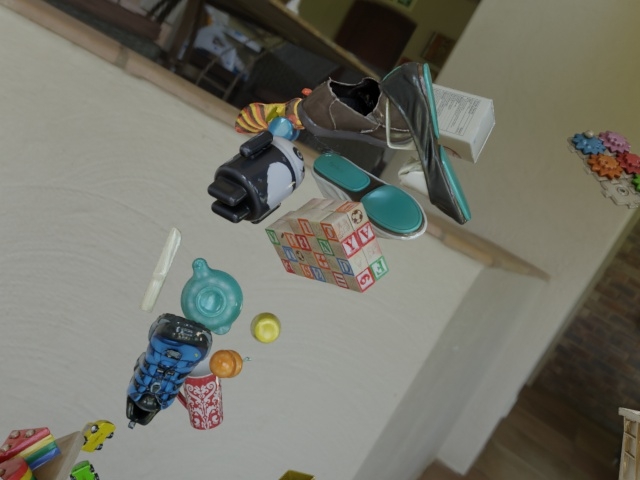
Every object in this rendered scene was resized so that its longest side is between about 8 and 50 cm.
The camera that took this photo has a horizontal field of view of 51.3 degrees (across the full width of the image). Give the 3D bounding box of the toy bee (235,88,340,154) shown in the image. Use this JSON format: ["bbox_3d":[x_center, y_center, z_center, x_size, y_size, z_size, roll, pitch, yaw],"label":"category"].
[{"bbox_3d":[-0.084,-0.355,1.887,0.298,0.162,0.195,9,11,-11],"label":"toy bee"}]

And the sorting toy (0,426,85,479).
[{"bbox_3d":[-0.600,0.443,1.224,0.257,0.256,0.089,-111,179,-75],"label":"sorting toy"}]

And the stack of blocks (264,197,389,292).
[{"bbox_3d":[0.000,0.000,1.480,0.297,0.087,0.171,10,-50,54],"label":"stack of blocks"}]

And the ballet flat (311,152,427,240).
[{"bbox_3d":[0.123,-0.087,1.657,0.139,0.139,0.400,21,15,-48],"label":"ballet flat"}]

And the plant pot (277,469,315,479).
[{"bbox_3d":[-0.062,0.630,1.645,0.081,0.083,0.081,2,17,32],"label":"plant pot"}]

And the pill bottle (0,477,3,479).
[{"bbox_3d":[-0.563,0.478,0.840,0.229,0.229,0.407,29,22,-7],"label":"pill bottle"}]

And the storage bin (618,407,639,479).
[{"bbox_3d":[0.539,0.311,0.869,0.262,0.123,0.260,9,-8,19],"label":"storage bin"}]

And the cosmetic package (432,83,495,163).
[{"bbox_3d":[0.333,-0.351,1.920,0.296,0.153,0.129,24,-13,27],"label":"cosmetic package"}]

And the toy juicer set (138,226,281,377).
[{"bbox_3d":[-0.260,0.156,1.435,0.329,0.209,0.089,43,-6,-5],"label":"toy juicer set"}]

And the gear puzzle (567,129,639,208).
[{"bbox_3d":[0.740,-0.153,1.600,0.176,0.044,0.339,-6,51,-18],"label":"gear puzzle"}]

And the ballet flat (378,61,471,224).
[{"bbox_3d":[0.164,-0.148,1.085,0.095,0.096,0.280,-58,131,-65],"label":"ballet flat"}]

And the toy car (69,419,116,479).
[{"bbox_3d":[-0.630,0.565,1.714,0.239,0.225,0.053,-22,42,-20],"label":"toy car"}]

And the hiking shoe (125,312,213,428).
[{"bbox_3d":[-0.271,0.236,1.179,0.113,0.304,0.132,19,53,-13],"label":"hiking shoe"}]

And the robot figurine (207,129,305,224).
[{"bbox_3d":[-0.162,-0.159,1.741,0.173,0.278,0.209,50,-34,-2],"label":"robot figurine"}]

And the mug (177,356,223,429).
[{"bbox_3d":[-0.330,0.416,1.832,0.113,0.169,0.150,-19,23,-38],"label":"mug"}]

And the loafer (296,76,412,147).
[{"bbox_3d":[0.126,-0.305,1.562,0.366,0.130,0.133,-7,66,-36],"label":"loafer"}]
